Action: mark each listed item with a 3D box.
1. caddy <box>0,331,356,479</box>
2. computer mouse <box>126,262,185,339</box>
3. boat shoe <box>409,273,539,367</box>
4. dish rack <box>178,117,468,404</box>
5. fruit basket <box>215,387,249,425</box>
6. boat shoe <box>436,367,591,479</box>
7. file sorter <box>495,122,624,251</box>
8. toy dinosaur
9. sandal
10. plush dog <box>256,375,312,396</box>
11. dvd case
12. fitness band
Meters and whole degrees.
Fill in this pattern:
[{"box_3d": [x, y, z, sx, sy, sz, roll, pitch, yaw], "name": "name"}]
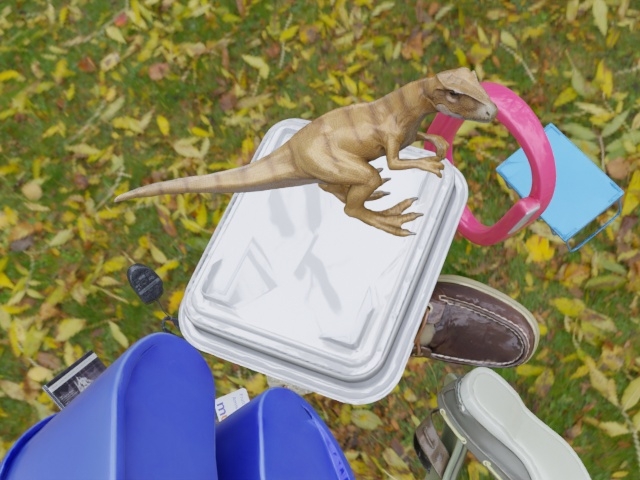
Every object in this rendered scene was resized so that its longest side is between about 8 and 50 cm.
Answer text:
[{"box_3d": [-0.094, 0.232, 0.527, 0.179, 0.241, 0.341, -43, 34, 20], "name": "caddy"}, {"box_3d": [-0.405, 0.156, 1.994, 0.071, 0.242, 0.041, -37, 23, -20], "name": "computer mouse"}, {"box_3d": [0.099, 0.104, 1.009, 0.342, 0.123, 0.123, 17, 117, 14], "name": "boat shoe"}, {"box_3d": [0.000, 0.000, 0.946, 0.286, 0.072, 0.333, 16, 66, 19], "name": "dish rack"}, {"box_3d": [-0.239, 0.481, 1.443, 0.353, 0.165, 0.327, -27, 71, 23], "name": "fruit basket"}, {"box_3d": [0.297, 0.322, 1.194, 0.305, 0.091, 0.109, 49, 46, -4], "name": "boat shoe"}, {"box_3d": [0.398, -0.082, 1.321, 0.118, 0.104, 0.170, -40, 63, 5], "name": "file sorter"}, {"box_3d": [0.002, -0.048, 0.465, 0.211, 0.112, 0.064, -20, 48, 22], "name": "toy dinosaur"}, {"box_3d": [0.204, 0.379, 1.422, 0.086, 0.120, 0.302, 19, 73, -4], "name": "sandal"}, {"box_3d": [-0.074, 0.260, 1.942, 0.262, 0.210, 0.225, -9, 94, 32], "name": "plush dog"}, {"box_3d": [-0.504, 0.373, 1.813, 0.018, 0.164, 0.221, -38, 93, 32], "name": "dvd case"}, {"box_3d": [0.238, -0.107, 1.155, 0.054, 0.291, 0.209, -24, 77, -17], "name": "fitness band"}]
